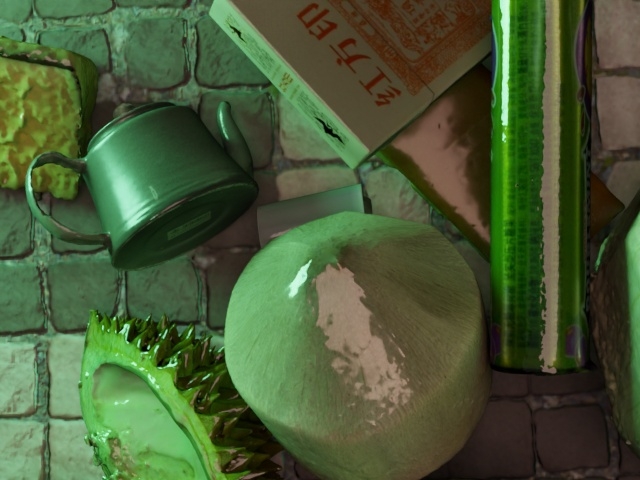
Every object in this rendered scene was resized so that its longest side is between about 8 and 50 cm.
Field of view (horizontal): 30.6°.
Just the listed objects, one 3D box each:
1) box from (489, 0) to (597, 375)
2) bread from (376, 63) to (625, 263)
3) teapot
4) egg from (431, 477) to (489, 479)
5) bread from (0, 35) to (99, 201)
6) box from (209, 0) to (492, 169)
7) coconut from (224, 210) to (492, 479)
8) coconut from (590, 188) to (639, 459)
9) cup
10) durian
[{"bbox_3d":[0.204,-0.053,1.059,0.097,0.134,0.346,1,91,16],"label":"box"},{"bbox_3d":[0.127,-0.112,1.185,0.138,0.077,0.361,-45,88,-2],"label":"bread"},{"bbox_3d":[-0.173,-0.070,1.150,0.239,0.162,0.149,-23,77,-27],"label":"teapot"},{"bbox_3d":[0.090,0.389,1.062,0.379,0.287,0.287,-42,88,7],"label":"egg"},{"bbox_3d":[-0.360,-0.157,1.181,0.266,0.178,0.142,9,56,-2],"label":"bread"},{"bbox_3d":[0.091,-0.250,1.132,0.365,0.051,0.204,-41,88,-25],"label":"box"},{"bbox_3d":[0.037,0.092,1.073,0.237,0.266,0.237,-11,53,15],"label":"coconut"},{"bbox_3d":[0.429,0.040,1.009,0.344,0.415,0.415,5,87,-32],"label":"coconut"},{"bbox_3d":[0.000,0.000,1.192,0.116,0.074,0.104,-9,116,4],"label":"cup"},{"bbox_3d":[-0.133,0.245,1.133,0.198,0.163,0.394,-14,86,5],"label":"durian"}]
